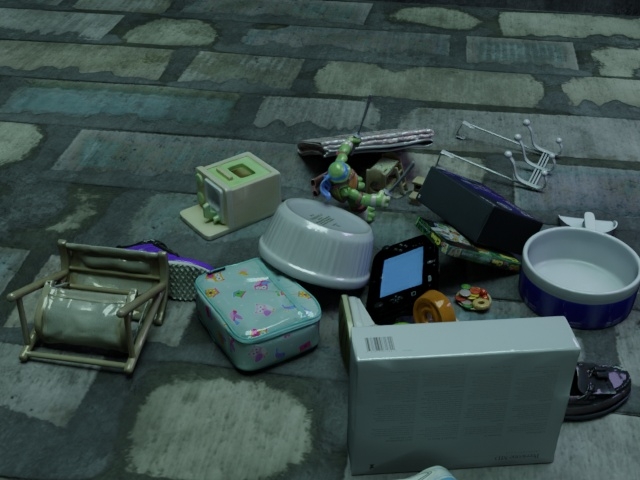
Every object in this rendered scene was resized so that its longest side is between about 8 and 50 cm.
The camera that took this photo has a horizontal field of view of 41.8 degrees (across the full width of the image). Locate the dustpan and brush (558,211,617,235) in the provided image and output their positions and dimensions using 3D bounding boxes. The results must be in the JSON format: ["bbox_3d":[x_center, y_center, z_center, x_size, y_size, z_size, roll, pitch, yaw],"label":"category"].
[{"bbox_3d":[0.681,-0.023,2.111,0.147,0.060,0.211,6,35,8],"label":"dustpan and brush"}]

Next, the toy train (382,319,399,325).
[{"bbox_3d":[0.132,0.177,1.853,0.083,0.017,0.024,8,46,11],"label":"toy train"}]

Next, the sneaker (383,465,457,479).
[{"bbox_3d":[0.130,0.446,1.400,0.237,0.085,0.086,-15,33,-19],"label":"sneaker"}]

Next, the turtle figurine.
[{"bbox_3d":[0.118,-0.160,2.085,0.197,0.266,0.275,36,80,13],"label":"turtle figurine"}]

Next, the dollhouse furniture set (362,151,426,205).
[{"bbox_3d":[0.202,-0.144,2.246,0.160,0.101,0.182,16,37,22],"label":"dollhouse furniture set"}]

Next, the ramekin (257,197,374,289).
[{"bbox_3d":[0.000,0.000,1.928,0.272,0.127,0.273,17,17,-5],"label":"ramekin"}]

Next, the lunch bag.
[{"bbox_3d":[-0.135,0.145,1.814,0.224,0.108,0.279,-18,38,-25],"label":"lunch bag"}]

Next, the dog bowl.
[{"bbox_3d":[0.591,0.082,1.920,0.264,0.104,0.265,0,35,0],"label":"dog bowl"}]

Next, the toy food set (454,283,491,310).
[{"bbox_3d":[0.350,0.131,1.917,0.082,0.020,0.083,9,36,12],"label":"toy food set"}]

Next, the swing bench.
[{"bbox_3d":[-0.481,0.133,1.787,0.253,0.165,0.255,6,29,9],"label":"swing bench"}]

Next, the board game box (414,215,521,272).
[{"bbox_3d":[0.353,0.011,1.981,0.259,0.030,0.136,14,21,-36],"label":"board game box"}]

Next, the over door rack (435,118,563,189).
[{"bbox_3d":[0.521,-0.268,2.427,0.324,0.108,0.239,15,36,20],"label":"over door rack"}]

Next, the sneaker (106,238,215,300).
[{"bbox_3d":[-0.370,0.052,1.952,0.293,0.102,0.146,5,34,6],"label":"sneaker"}]

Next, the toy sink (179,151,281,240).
[{"bbox_3d":[-0.239,-0.123,2.183,0.234,0.131,0.152,-24,41,-30],"label":"toy sink"}]

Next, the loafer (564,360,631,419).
[{"bbox_3d":[0.475,0.285,1.628,0.302,0.095,0.109,-9,36,-13],"label":"loafer"}]

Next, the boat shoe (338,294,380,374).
[{"bbox_3d":[0.106,0.232,1.701,0.103,0.113,0.302,-5,45,-10],"label":"boat shoe"}]

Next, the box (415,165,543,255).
[{"bbox_3d":[0.388,-0.074,2.067,0.184,0.103,0.261,11,20,-34],"label":"box"}]

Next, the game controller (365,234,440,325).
[{"bbox_3d":[0.189,0.080,1.890,0.166,0.067,0.319,-29,20,20],"label":"game controller"}]

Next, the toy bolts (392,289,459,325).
[{"bbox_3d":[0.280,0.205,1.674,0.158,0.218,0.228,-16,55,-33],"label":"toy bolts"}]

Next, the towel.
[{"bbox_3d":[0.124,-0.278,2.385,0.331,0.054,0.317,-7,9,-12],"label":"towel"}]

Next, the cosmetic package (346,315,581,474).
[{"bbox_3d":[0.238,0.276,1.474,0.377,0.285,0.097,-2,33,-5],"label":"cosmetic package"}]
